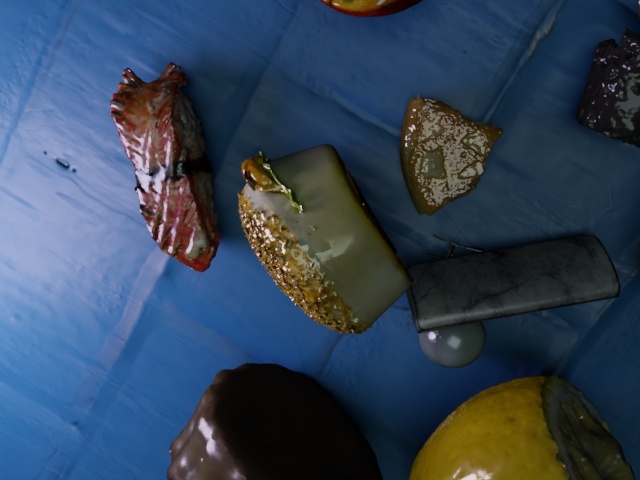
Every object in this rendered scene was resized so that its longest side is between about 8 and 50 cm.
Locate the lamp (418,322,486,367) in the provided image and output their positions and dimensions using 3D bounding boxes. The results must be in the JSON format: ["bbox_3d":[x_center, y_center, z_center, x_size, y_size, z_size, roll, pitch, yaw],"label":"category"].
[{"bbox_3d":[0.211,0.152,0.960,0.105,0.105,0.105,2,103,8],"label":"lamp"}]

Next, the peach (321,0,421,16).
[{"bbox_3d":[0.072,-0.432,0.779,0.245,0.249,0.274,-32,91,-26],"label":"peach"}]

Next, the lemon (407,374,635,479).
[{"bbox_3d":[0.288,0.395,0.890,0.364,0.364,0.364,2,103,8],"label":"lemon"}]

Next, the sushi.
[{"bbox_3d":[-0.239,-0.113,0.958,0.124,0.130,0.332,-10,106,5],"label":"sushi"}]

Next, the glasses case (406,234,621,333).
[{"bbox_3d":[0.283,0.068,0.911,0.299,0.114,0.060,-11,141,1],"label":"glasses case"}]

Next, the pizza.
[{"bbox_3d":[0.199,-0.142,0.922,0.161,0.062,0.182,-16,95,18],"label":"pizza"}]

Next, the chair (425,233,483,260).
[{"bbox_3d":[0.214,0.021,0.963,0.086,0.037,0.042,16,92,8],"label":"chair"}]

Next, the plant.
[{"bbox_3d":[0.447,-0.233,0.826,0.143,0.131,0.203,19,103,7],"label":"plant"}]

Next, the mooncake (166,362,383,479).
[{"bbox_3d":[-0.074,0.357,0.939,0.324,0.324,0.187,33,106,0],"label":"mooncake"}]

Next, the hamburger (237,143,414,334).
[{"bbox_3d":[0.000,0.000,0.872,0.179,0.276,0.294,-32,83,6],"label":"hamburger"}]
